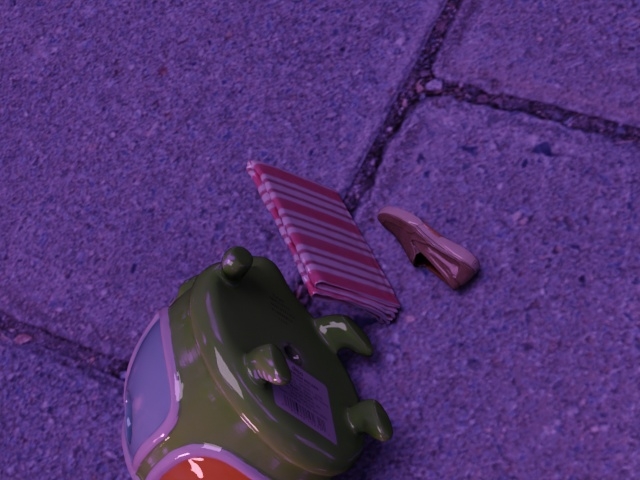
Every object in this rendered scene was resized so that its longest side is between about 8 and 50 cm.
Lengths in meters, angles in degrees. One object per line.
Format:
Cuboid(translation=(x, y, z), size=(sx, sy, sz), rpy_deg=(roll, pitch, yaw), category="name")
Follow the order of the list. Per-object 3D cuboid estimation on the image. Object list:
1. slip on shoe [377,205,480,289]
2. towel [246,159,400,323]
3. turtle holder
Cuboid(translation=(0.109, 0.008, 1.637), size=(0.135, 0.051, 0.041), rpy_deg=(33, 77, 26), category="slip on shoe")
Cuboid(translation=(0.000, 0.000, 1.635), size=(0.029, 0.144, 0.197), rpy_deg=(-44, 52, 22), category="towel")
Cuboid(translation=(-0.099, 0.139, 1.543), size=(0.227, 0.243, 0.320), rpy_deg=(-41, 62, 19), category="turtle holder")
